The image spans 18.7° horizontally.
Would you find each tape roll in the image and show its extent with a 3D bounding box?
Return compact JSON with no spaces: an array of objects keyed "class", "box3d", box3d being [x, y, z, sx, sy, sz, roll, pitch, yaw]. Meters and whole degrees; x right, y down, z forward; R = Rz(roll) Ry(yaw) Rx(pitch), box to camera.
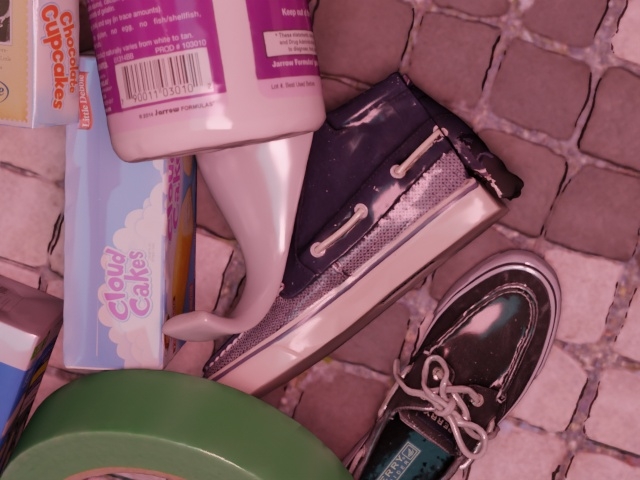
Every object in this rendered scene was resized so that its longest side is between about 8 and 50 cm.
[{"class":"tape roll","box3d":[-0.118,0.248,1.666,0.321,0.077,0.321,12,134,12]}]

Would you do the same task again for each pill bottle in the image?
[{"class":"pill bottle","box3d":[-0.101,-0.219,1.482,0.169,0.169,0.301,-9,91,7]}]

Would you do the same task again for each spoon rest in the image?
[{"class":"spoon rest","box3d":[-0.064,-0.037,1.629,0.137,0.276,0.084,-14,145,43]}]

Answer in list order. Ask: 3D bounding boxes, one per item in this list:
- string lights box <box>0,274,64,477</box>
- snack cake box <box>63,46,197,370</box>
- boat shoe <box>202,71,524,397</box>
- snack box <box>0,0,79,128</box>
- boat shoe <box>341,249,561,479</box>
[{"class":"string lights box","box3d":[-0.312,0.172,1.723,0.077,0.133,0.259,22,103,1]},{"class":"snack cake box","box3d":[-0.160,-0.033,1.660,0.089,0.152,0.264,3,101,5]},{"class":"boat shoe","box3d":[0.000,0.000,1.680,0.340,0.127,0.158,-38,82,9]},{"class":"snack box","box3d":[-0.337,-0.201,1.619,0.322,0.060,0.187,9,103,35]},{"class":"boat shoe","box3d":[0.104,0.145,1.691,0.113,0.105,0.306,40,102,-3]}]
